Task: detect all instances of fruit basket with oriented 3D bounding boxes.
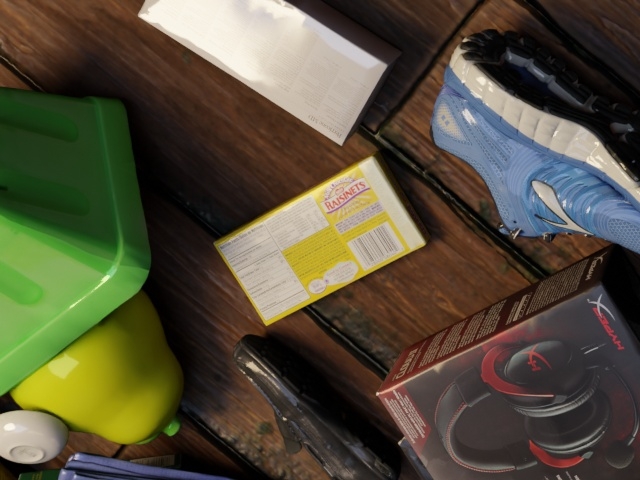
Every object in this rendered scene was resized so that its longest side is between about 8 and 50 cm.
[{"bbox_3d":[-0.293,0.055,1.782,0.392,0.283,0.392,-9,145,-7],"label":"fruit basket"}]

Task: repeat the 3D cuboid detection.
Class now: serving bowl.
[{"bbox_3d":[-0.299,0.206,1.752,0.083,0.027,0.083,-1,144,-1],"label":"serving bowl"}]

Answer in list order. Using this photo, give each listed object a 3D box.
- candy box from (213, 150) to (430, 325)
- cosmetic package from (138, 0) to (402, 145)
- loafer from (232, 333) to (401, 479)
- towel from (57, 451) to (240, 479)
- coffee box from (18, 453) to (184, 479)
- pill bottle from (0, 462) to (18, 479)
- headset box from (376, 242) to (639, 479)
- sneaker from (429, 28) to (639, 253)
[{"bbox_3d":[0.000,0.000,1.744,0.206,0.027,0.105,-27,97,26],"label":"candy box"},{"bbox_3d":[-0.049,-0.200,1.663,0.239,0.060,0.099,33,116,5],"label":"cosmetic package"},{"bbox_3d":[-0.014,0.191,1.797,0.223,0.076,0.078,44,110,-5],"label":"loafer"},{"bbox_3d":[-0.203,0.379,1.905,0.243,0.040,0.336,11,122,-16],"label":"towel"},{"bbox_3d":[-0.237,0.302,1.905,0.184,0.040,0.113,-8,109,-1],"label":"coffee box"},{"bbox_3d":[-0.413,0.270,1.899,0.117,0.118,0.208,-13,136,23],"label":"pill bottle"},{"bbox_3d":[0.215,0.169,1.689,0.293,0.110,0.218,-28,100,26],"label":"headset box"},{"bbox_3d":[0.246,-0.055,1.600,0.330,0.130,0.147,36,132,7],"label":"sneaker"}]
